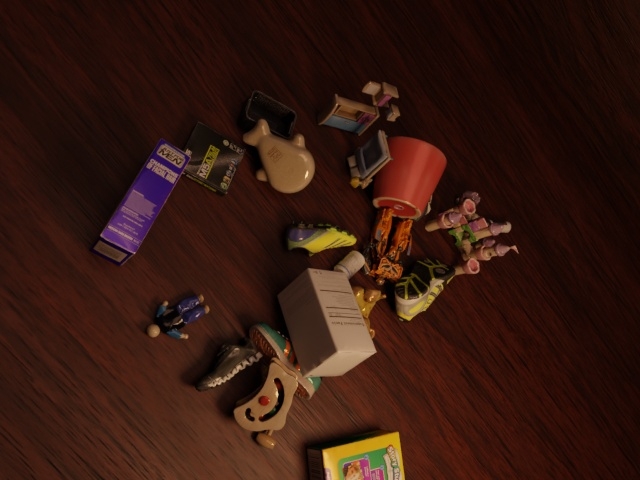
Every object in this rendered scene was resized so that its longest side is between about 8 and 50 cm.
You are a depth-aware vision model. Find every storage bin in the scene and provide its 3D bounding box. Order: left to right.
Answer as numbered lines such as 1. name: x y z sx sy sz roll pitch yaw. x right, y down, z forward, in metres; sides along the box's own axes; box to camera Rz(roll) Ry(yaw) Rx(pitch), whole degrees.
1. storage bin: -0.189 -0.428 1.849 0.180 0.084 0.121 24 65 -24

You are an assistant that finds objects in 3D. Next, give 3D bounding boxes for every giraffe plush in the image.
1. giraffe plush: 0.128 0.254 1.834 0.210 0.182 0.170 29 69 -62

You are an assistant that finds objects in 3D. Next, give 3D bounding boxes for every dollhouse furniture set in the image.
1. dollhouse furniture set: 0.148 -0.385 1.927 0.198 0.286 0.303 7 62 -31

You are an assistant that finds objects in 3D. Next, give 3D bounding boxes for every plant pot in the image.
1. plant pot: 0.328 -0.231 2.028 0.275 0.275 0.243 25 73 -24

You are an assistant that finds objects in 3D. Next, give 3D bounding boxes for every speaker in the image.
1. speaker: 0.807 -0.065 2.395 0.136 0.055 0.055 3 75 -31

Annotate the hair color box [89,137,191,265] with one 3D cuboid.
1. hair color box: -0.513 -0.107 1.494 0.110 0.185 0.338 31 63 -22

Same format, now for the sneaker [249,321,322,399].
1. sneaker: -0.105 0.363 1.677 0.302 0.108 0.121 53 48 -12

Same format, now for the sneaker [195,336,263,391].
1. sneaker: -0.287 0.364 1.573 0.234 0.078 0.106 -26 88 -38

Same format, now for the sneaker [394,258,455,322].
1. sneaker: 0.395 0.184 2.037 0.385 0.145 0.147 -24 131 -45

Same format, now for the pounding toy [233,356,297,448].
1. pounding toy: -0.172 0.486 1.596 0.154 0.155 0.269 19 90 -4

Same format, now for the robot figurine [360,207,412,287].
1. robot figurine: 0.260 0.033 2.003 0.211 0.085 0.290 25 65 -24

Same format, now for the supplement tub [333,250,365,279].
1. supplement tub: 0.103 0.093 1.896 0.107 0.071 0.071 -41 100 -34

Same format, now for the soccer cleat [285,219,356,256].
1. soccer cleat: -0.001 0.000 1.863 0.289 0.093 0.121 7 104 -35

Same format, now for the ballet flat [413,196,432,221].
1. ballet flat: 0.431 -0.158 2.176 0.074 0.074 0.203 26 62 -24

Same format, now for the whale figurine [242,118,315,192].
1. whale figurine: -0.140 -0.291 1.804 0.216 0.141 0.272 -44 98 12

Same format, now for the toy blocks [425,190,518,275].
1. toy blocks: 0.657 -0.051 2.171 0.309 0.260 0.288 -33 95 -34

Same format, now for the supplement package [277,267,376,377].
1. supplement package: 0.015 0.261 1.656 0.175 0.177 0.292 11 48 -42

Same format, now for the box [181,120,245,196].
1. box: -0.362 -0.268 1.719 0.184 0.045 0.190 31 62 -24

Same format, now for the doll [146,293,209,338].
1. doll: -0.421 0.231 1.540 0.189 0.046 0.129 -27 91 -35

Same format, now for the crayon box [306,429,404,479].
1. crayon box: 0.129 0.826 1.687 0.313 0.106 0.362 2 76 -33
